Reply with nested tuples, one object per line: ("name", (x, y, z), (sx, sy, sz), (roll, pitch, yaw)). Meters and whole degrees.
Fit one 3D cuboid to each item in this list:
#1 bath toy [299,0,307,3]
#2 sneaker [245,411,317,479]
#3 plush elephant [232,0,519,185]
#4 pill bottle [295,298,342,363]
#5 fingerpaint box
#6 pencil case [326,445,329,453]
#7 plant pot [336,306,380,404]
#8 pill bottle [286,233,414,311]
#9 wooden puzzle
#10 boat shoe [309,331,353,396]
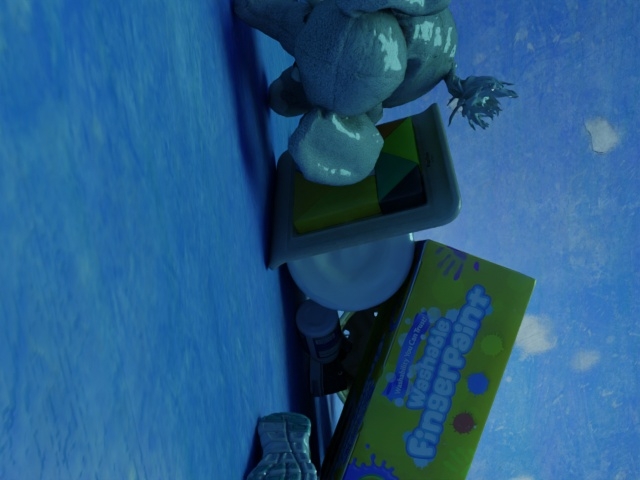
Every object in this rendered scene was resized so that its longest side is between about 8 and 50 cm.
("bath toy", (0.062, -0.422, 1.553), (0.151, 0.129, 0.348), (-92, 161, -58))
("sneaker", (-0.032, 0.227, 0.602), (0.166, 0.065, 0.076), (-74, 163, -73))
("plush elephant", (0.029, -0.214, 0.730), (0.255, 0.330, 0.272), (-14, 133, -55))
("pill bottle", (0.000, 0.146, 1.043), (0.120, 0.067, 0.067), (79, 7, -55))
("fingerpaint box", (0.141, 0.234, 1.028), (0.371, 0.163, 0.445), (43, 67, -87))
("pencil case", (0.063, 0.499, 1.299), (0.095, 0.098, 0.209), (11, 71, -56))
("plant pot", (0.163, 0.279, 1.696), (0.305, 0.333, 0.334), (159, -74, -83))
("pill bottle", (0.044, 0.006, 1.025), (0.318, 0.176, 0.176), (-24, 110, -88))
("wooden puzzle", (0.043, -0.077, 0.820), (0.221, 0.238, 0.044), (-90, 157, -47))
("boat shoe", (0.022, 0.196, 1.211), (0.228, 0.076, 0.080), (-84, 169, -66))
